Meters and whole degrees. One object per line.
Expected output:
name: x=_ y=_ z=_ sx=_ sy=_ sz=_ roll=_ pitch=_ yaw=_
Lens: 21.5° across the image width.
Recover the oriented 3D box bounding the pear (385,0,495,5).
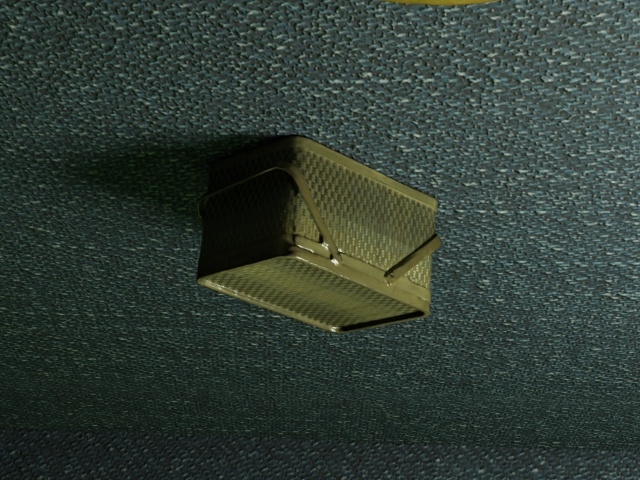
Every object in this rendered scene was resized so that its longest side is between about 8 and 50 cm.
pear: x=0.067 y=-0.271 z=0.904 sx=0.314 sy=0.314 sz=0.314 roll=4 pitch=160 yaw=2

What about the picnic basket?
picnic basket: x=0.000 y=0.000 z=1.889 sx=0.165 sy=0.139 sz=0.267 roll=-15 pitch=153 yaw=43
